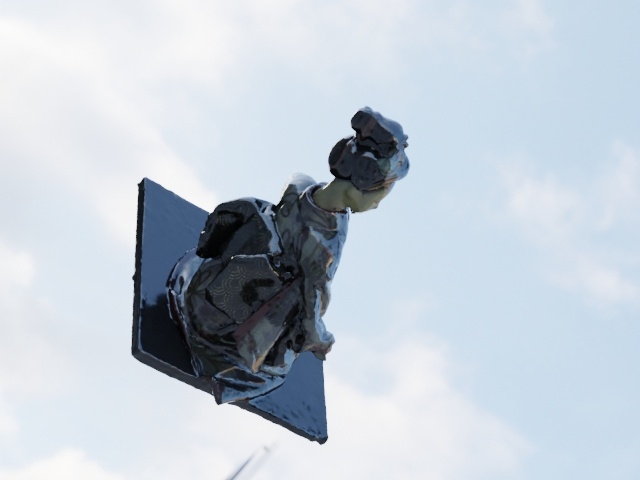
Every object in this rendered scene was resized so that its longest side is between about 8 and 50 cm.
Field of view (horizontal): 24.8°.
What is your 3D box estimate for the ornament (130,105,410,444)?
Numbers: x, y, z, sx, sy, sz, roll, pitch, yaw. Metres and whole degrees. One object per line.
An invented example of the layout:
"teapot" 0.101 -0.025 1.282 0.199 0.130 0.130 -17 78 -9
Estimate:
"ornament" 0.000 0.000 0.890 0.153 0.166 0.196 27 -52 -30
